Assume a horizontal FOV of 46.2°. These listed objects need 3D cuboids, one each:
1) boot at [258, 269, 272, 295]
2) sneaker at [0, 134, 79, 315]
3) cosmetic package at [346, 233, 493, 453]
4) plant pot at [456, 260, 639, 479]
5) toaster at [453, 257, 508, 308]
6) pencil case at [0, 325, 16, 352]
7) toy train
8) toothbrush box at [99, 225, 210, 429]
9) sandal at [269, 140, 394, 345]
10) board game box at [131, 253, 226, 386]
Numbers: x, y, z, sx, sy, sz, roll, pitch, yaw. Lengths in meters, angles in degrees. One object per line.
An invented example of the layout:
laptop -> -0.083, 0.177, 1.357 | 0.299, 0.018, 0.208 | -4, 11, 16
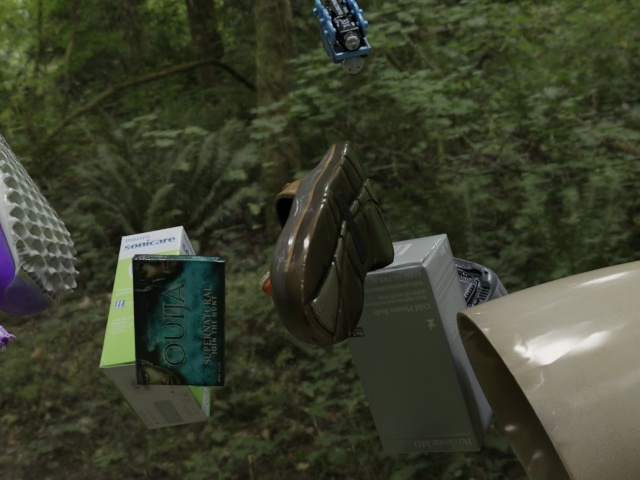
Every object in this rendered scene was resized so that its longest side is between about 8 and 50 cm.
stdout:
boot -> -0.023, 0.068, 1.247 | 0.157, 0.085, 0.059 | -22, -25, -3
sneaker -> -0.289, -0.026, 0.539 | 0.146, 0.102, 0.293 | -36, 56, -11
cosmetic package -> 0.110, 0.123, 0.874 | 0.127, 0.238, 0.107 | -12, 14, 28
plant pot -> 0.313, 0.124, 0.718 | 0.273, 0.257, 0.256 | -26, 14, -1
toaster -> 0.215, 0.113, 1.160 | 0.227, 0.146, 0.129 | 11, 63, 49
pencil case -> -0.473, 0.186, 0.955 | 0.088, 0.206, 0.086 | 30, -2, -2
toy train -> 0.040, -0.366, 1.331 | 0.080, 0.105, 0.184 | -15, 41, -3
toothbrush box -> -0.273, 0.151, 1.313 | 0.122, 0.206, 0.283 | -9, 48, 7
sandal -> 0.000, 0.000, 0.456 | 0.060, 0.090, 0.219 | -15, 19, 19
board game box -> -0.194, 0.111, 1.035 | 0.126, 0.186, 0.026 | 1, 15, -3
